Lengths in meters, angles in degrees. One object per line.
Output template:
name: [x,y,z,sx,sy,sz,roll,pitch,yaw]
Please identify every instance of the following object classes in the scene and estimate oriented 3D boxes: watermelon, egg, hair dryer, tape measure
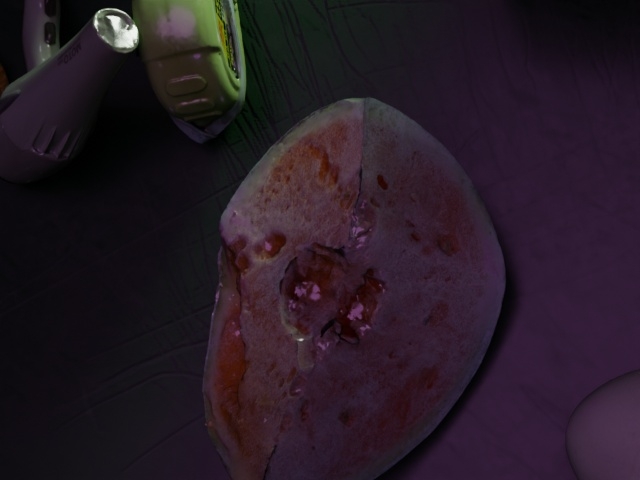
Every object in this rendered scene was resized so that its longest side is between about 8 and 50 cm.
watermelon: [0.019,0.051,1.264,0.175,0.188,0.322,29,95,50]
egg: [0.290,0.169,1.157,0.209,0.151,0.151,10,81,21]
hair dryer: [-0.225,-0.195,1.344,0.229,0.092,0.267,-16,69,55]
tape measure: [-0.116,-0.181,1.334,0.087,0.154,0.178,-11,81,7]

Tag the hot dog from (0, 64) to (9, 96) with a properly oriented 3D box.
hot dog: [-0.357,-0.176,1.435,0.078,0.061,0.169,-41,72,4]
